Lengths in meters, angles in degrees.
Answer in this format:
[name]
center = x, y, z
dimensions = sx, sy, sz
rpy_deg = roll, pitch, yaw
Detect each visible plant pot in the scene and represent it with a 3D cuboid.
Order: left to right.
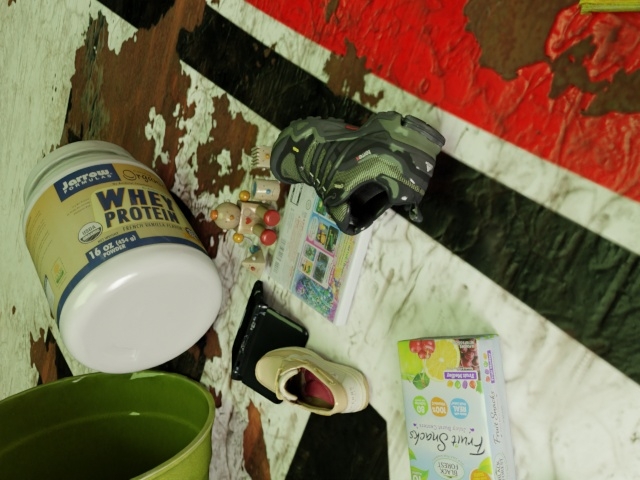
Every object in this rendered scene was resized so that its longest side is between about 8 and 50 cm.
[plant pot]
center = -0.316, 0.423, 0.941
dimensions = 0.366, 0.366, 0.353
rpy_deg = 11, 110, 49

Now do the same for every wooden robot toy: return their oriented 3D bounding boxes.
[wooden robot toy]
center = -0.099, -0.037, 0.846
dimensions = 0.076, 0.079, 0.174
rpy_deg = -147, 64, -63

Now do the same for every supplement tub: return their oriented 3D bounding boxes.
[supplement tub]
center = -0.307, 0.014, 0.990
dimensions = 0.316, 0.228, 0.228
rpy_deg = 51, 126, 37

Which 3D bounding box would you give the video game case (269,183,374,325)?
[video game case]
center = 0.000, 0.000, 0.787
dimensions = 0.143, 0.019, 0.157
rpy_deg = 32, 113, 45

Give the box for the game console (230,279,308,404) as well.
[game console]
center = -0.070, 0.132, 0.874
dimensions = 0.107, 0.071, 0.122
rpy_deg = -103, 32, -64

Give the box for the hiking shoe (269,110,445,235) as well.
[hiking shoe]
center = 0.017, -0.065, 0.690
dimensions = 0.226, 0.086, 0.114
rpy_deg = -1, 68, 47

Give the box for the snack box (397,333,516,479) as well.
[snack box]
center = 0.126, 0.161, 0.621
dimensions = 0.100, 0.037, 0.141
rpy_deg = -13, 80, 50

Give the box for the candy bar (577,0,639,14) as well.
[candy bar]
center = 0.261, -0.182, 0.478
dimensions = 0.161, 0.018, 0.040
rpy_deg = 22, 103, 48

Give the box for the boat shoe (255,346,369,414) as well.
[boat shoe]
center = -0.024, 0.163, 0.769
dimensions = 0.170, 0.059, 0.063
rpy_deg = 2, 94, 43
